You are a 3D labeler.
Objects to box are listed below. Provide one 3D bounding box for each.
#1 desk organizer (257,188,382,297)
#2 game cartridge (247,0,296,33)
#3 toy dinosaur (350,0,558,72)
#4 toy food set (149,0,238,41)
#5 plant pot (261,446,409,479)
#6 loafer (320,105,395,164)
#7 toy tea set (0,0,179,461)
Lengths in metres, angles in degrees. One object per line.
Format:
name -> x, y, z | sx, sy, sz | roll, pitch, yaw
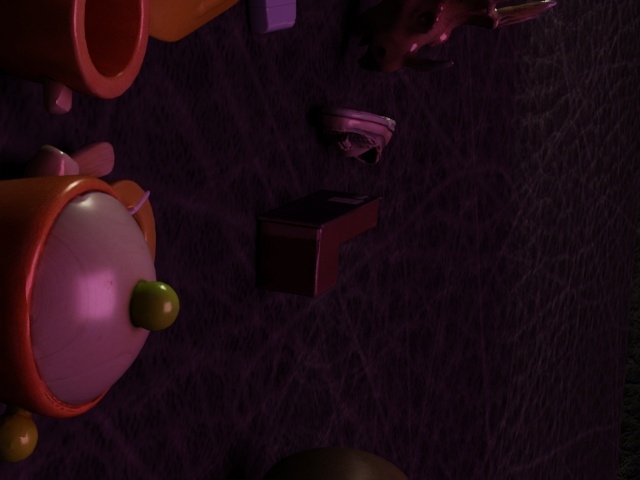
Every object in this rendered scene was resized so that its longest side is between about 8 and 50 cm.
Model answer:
desk organizer -> 0.000, 0.000, 1.013 | 0.130, 0.047, 0.050 | -27, 123, -67
game cartridge -> -0.031, -0.175, 0.921 | 0.056, 0.017, 0.083 | -28, 122, -63
toy dinosaur -> 0.133, -0.265, 1.060 | 0.296, 0.127, 0.200 | -53, -136, 38
toy food set -> -0.060, -0.190, 0.771 | 0.218, 0.071, 0.128 | -46, 164, -57
plant pot -> 0.004, 0.251, 0.903 | 0.230, 0.215, 0.215 | -85, 168, -47
loafer -> 0.029, -0.077, 1.083 | 0.125, 0.045, 0.039 | -5, 106, -73
toy tea set -> -0.098, -0.084, 0.586 | 0.200, 0.124, 0.336 | -43, 135, -62
